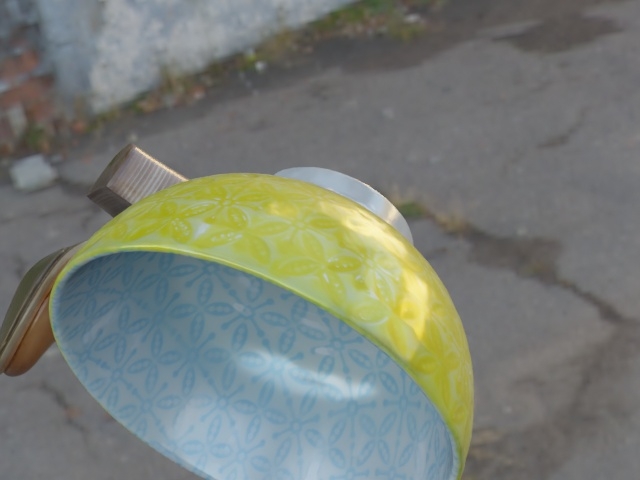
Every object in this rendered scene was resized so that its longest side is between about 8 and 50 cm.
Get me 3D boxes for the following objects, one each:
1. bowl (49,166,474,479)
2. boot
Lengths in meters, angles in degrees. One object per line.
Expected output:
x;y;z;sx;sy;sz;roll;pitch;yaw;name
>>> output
-0.017;0.044;1.095;0.289;0.289;0.156;4;51;31;bowl
-0.185;0.069;1.685;0.283;0.220;0.109;-58;19;-23;boot
